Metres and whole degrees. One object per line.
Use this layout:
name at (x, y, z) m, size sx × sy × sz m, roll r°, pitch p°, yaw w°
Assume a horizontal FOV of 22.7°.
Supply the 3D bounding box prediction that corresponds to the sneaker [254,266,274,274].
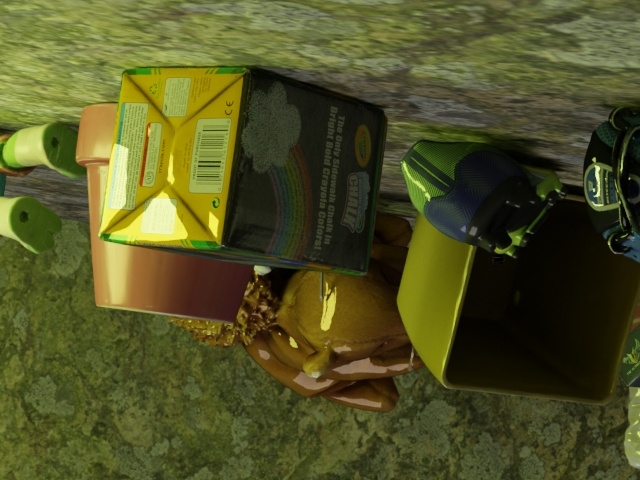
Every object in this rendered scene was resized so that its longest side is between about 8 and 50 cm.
sneaker at (-0.065, -0.037, 1.782) m, size 0.118 × 0.110 × 0.292 m, roll 37°, pitch 163°, yaw -7°

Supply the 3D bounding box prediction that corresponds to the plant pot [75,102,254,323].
plant pot at (-0.130, -0.021, 1.458) m, size 0.201 × 0.180 × 0.201 m, roll 8°, pitch 177°, yaw 0°

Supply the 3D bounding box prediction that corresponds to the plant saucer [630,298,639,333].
plant saucer at (0.365, 0.079, 2.232) m, size 0.332 × 0.084 × 0.332 m, roll -11°, pitch -170°, yaw 2°

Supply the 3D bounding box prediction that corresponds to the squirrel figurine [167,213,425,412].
squirrel figurine at (-0.032, 0.081, 2.106) m, size 0.397 × 0.281 × 0.370 m, roll 13°, pitch -179°, yaw -4°

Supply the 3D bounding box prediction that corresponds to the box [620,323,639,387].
box at (0.510, 0.103, 2.054) m, size 0.183 × 0.232 × 0.059 m, roll 8°, pitch -138°, yaw -41°

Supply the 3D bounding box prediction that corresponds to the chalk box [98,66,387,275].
chalk box at (-0.041, -0.047, 1.210) m, size 0.132 × 0.132 × 0.213 m, roll 4°, pitch 174°, yaw 39°

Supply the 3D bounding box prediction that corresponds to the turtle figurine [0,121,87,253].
turtle figurine at (-0.358, -0.033, 1.702) m, size 0.266 × 0.274 × 0.198 m, roll 0°, pitch -153°, yaw 37°

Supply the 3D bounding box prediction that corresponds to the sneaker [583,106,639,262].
sneaker at (0.245, -0.022, 1.035) m, size 0.147 × 0.129 × 0.330 m, roll 5°, pitch 177°, yaw 5°

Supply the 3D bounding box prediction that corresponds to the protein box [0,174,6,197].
protein box at (-0.505, -0.030, 1.949) m, size 0.200 × 0.201 × 0.136 m, roll 9°, pitch 176°, yaw -29°

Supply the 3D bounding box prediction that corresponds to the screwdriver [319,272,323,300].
screwdriver at (0.000, 0.000, 1.888) m, size 0.024 × 0.170 × 0.025 m, roll -22°, pitch -136°, yaw -31°

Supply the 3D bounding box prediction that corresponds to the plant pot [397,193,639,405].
plant pot at (0.195, 0.036, 1.686) m, size 0.212 × 0.212 × 0.187 m, roll 9°, pitch -171°, yaw -27°

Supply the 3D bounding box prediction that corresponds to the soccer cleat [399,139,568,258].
soccer cleat at (0.143, -0.049, 1.417) m, size 0.121 × 0.093 × 0.289 m, roll 38°, pitch -171°, yaw 13°

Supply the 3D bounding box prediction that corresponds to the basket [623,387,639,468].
basket at (0.671, 0.215, 2.566) m, size 0.266 × 0.331 × 0.328 m, roll 3°, pitch 176°, yaw 31°

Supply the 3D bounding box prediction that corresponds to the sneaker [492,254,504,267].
sneaker at (0.212, 0.022, 1.970) m, size 0.079 × 0.121 × 0.217 m, roll 7°, pitch 177°, yaw -18°
